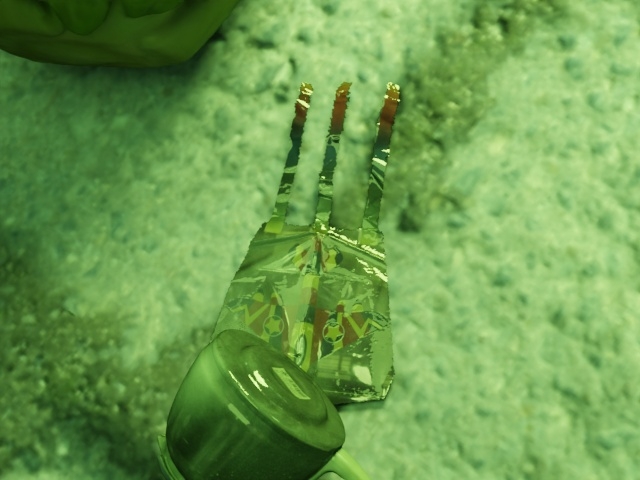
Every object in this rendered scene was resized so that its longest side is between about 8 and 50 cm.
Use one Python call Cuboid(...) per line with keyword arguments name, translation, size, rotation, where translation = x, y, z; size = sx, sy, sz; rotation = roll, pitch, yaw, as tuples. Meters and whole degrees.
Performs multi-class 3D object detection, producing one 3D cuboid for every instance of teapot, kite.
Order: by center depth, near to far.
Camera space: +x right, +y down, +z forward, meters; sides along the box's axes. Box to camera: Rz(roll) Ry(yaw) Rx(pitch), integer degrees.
Cuboid(name="teapot", translation=(-0.041, 0.139, 1.071), size=(0.108, 0.149, 0.111), rotation=(-47, 23, 16))
Cuboid(name="kite", translation=(0.000, 0.000, 1.142), size=(0.141, 0.015, 0.245), rotation=(6, 73, 16))

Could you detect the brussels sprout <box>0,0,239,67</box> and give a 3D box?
Cuboid(name="brussels sprout", translation=(-0.147, -0.289, 1.172), size=(0.328, 0.247, 0.328), rotation=(-8, 74, 30))
